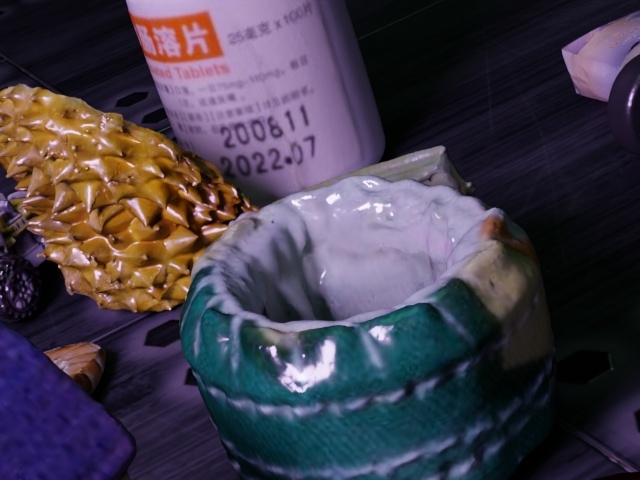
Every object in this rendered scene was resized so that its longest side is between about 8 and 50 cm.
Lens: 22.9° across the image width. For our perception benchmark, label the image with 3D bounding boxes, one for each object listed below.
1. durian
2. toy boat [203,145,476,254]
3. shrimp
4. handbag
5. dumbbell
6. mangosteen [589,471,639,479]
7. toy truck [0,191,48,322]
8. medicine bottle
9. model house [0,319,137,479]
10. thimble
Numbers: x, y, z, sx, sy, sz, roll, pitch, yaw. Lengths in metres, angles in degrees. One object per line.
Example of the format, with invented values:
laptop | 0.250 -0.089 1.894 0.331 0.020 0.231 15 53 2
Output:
durian | -0.201 -0.064 1.449 0.305 0.196 0.185 28 61 12
toy boat | 0.000 0.000 1.316 0.293 0.093 0.055 -24 21 42
shrimp | -0.263 0.141 1.344 0.147 0.035 0.195 -11 19 10
handbag | 0.319 -0.169 1.534 0.117 0.095 0.173 -27 18 -5
dumbbell | 0.341 -0.103 1.362 0.100 0.100 0.191 -28 26 -19
mangosteen | 0.126 0.277 0.435 0.381 0.381 0.421 -18 42 0
toy truck | -0.302 -0.006 1.587 0.136 0.111 0.286 -1 28 36
medicine bottle | -0.080 -0.225 1.572 0.211 0.371 0.211 -16 25 7
model house | -0.262 0.196 0.948 0.312 0.280 0.245 0 31 36
thimble | 0.030 0.072 1.138 0.254 0.167 0.288 -29 28 -25
